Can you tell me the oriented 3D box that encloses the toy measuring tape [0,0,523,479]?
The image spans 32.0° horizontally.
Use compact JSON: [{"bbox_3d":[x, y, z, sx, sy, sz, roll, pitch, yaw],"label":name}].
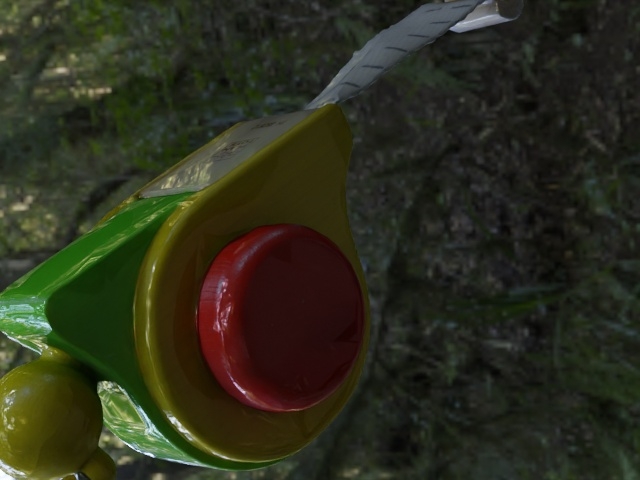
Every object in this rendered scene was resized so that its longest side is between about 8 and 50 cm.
[{"bbox_3d":[0.000,0.000,0.474,0.330,0.121,0.121,-40,-46,-36],"label":"toy measuring tape"}]
